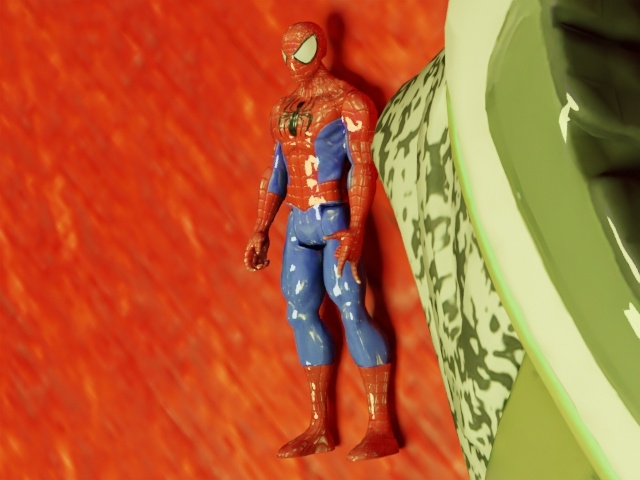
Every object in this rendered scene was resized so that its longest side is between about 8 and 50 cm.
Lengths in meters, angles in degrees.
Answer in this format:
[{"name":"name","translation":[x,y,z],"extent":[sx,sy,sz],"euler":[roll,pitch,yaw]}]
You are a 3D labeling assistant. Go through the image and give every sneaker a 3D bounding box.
[{"name":"sneaker","translation":[0.114,0.110,0.410],"extent":[0.182,0.158,0.410],"euler":[-25,80,67]}]

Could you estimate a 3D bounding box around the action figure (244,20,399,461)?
[{"name":"action figure","translation":[0.000,0.000,0.518],"extent":[0.038,0.030,0.115],"euler":[-3,91,41]}]
